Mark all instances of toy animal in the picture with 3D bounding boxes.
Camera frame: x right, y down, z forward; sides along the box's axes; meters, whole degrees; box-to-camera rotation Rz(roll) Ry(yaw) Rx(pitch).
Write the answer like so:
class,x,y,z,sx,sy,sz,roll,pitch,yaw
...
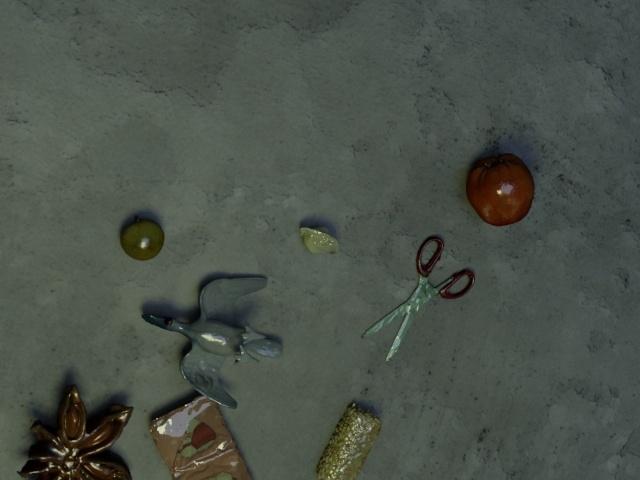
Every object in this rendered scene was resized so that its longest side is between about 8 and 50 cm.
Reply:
class,x,y,z,sx,sy,sz,roll,pitch,yaw
toy animal,-0.179,0.163,1.787,0.255,0.176,0.239,27,79,-50

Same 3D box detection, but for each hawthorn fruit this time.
class,x,y,z,sx,sy,sz,roll,pitch,yaw
hawthorn fruit,0.347,-0.092,1.946,0.132,0.133,0.138,-29,119,-16

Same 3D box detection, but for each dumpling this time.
class,x,y,z,sx,sy,sz,roll,pitch,yaw
dumpling,-0.002,0.002,1.852,0.052,0.057,0.076,-25,107,-17

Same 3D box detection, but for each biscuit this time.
class,x,y,z,sx,sy,sz,roll,pitch,yaw
biscuit,0.058,0.401,1.940,0.082,0.070,0.168,27,90,-16

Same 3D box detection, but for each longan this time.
class,x,y,z,sx,sy,sz,roll,pitch,yaw
longan,-0.305,-0.007,1.725,0.075,0.075,0.083,-17,64,-19

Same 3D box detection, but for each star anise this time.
class,x,y,z,sx,sy,sz,roll,pitch,yaw
star anise,-0.409,0.357,1.726,0.214,0.099,0.220,43,76,-37

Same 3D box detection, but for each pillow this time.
class,x,y,z,sx,sy,sz,roll,pitch,yaw
pillow,-0.212,0.399,1.837,0.135,0.049,0.248,-28,112,-17

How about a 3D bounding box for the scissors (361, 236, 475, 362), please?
class,x,y,z,sx,sy,sz,roll,pitch,yaw
scissors,0.186,0.121,1.974,0.144,0.017,0.248,45,82,-22
